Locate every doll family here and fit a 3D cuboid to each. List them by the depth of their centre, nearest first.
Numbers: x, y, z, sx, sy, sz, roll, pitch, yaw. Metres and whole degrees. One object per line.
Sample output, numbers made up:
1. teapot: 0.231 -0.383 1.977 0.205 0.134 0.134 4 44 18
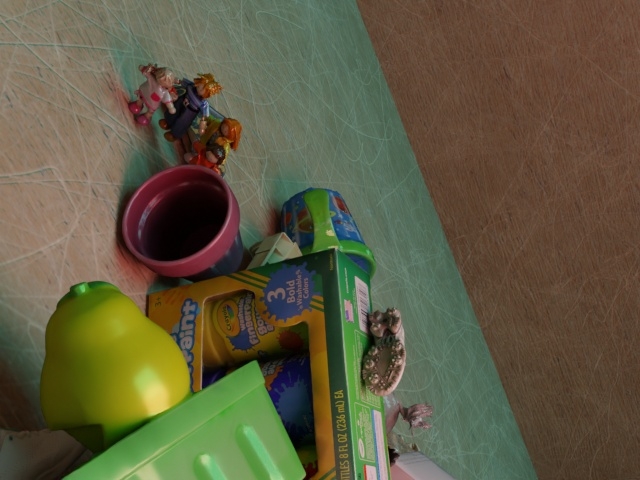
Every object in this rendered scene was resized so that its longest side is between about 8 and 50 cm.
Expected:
1. doll family: -0.234 -0.227 1.297 0.118 0.163 0.263 -33 89 -47

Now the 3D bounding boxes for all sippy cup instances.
1. sippy cup: 0.000 0.000 1.707 0.240 0.305 0.224 12 49 -32

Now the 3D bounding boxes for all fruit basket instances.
1. fruit basket: -0.239 0.249 0.850 0.392 0.283 0.392 28 32 -19

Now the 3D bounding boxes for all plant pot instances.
1. plant pot: -0.228 -0.010 1.254 0.180 0.201 0.201 63 21 -61

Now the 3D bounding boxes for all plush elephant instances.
1. plush elephant: 0.054 0.430 1.518 0.255 0.330 0.271 -32 113 -46

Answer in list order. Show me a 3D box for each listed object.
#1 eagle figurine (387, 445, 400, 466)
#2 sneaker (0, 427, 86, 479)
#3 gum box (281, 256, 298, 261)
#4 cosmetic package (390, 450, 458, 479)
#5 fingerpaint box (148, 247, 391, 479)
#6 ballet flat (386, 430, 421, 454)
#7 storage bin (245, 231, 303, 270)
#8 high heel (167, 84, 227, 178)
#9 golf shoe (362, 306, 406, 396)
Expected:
1. eagle figurine: -0.008 0.493 1.222 0.225 0.298 0.226 -104 -166 -76
2. sneaker: -0.376 0.271 0.890 0.094 0.080 0.212 57 28 -8
3. gum box: -0.053 0.134 1.379 0.107 0.062 0.188 -37 110 -64
4. cosmetic package: 0.128 0.631 1.395 0.385 0.156 0.217 -60 149 0
5. fingerpaint box: -0.095 0.274 1.124 0.163 0.371 0.444 39 42 -57
6. ballet flat: 0.247 0.623 1.987 0.316 0.108 0.106 51 26 -44
7. storage bin: -0.102 0.159 1.487 0.260 0.123 0.262 64 27 -21
8. high heel: -0.279 -0.186 1.402 0.186 0.093 0.261 33 53 -28
9. golf shoe: 0.112 0.190 1.100 0.176 0.069 0.086 -74 150 -51
